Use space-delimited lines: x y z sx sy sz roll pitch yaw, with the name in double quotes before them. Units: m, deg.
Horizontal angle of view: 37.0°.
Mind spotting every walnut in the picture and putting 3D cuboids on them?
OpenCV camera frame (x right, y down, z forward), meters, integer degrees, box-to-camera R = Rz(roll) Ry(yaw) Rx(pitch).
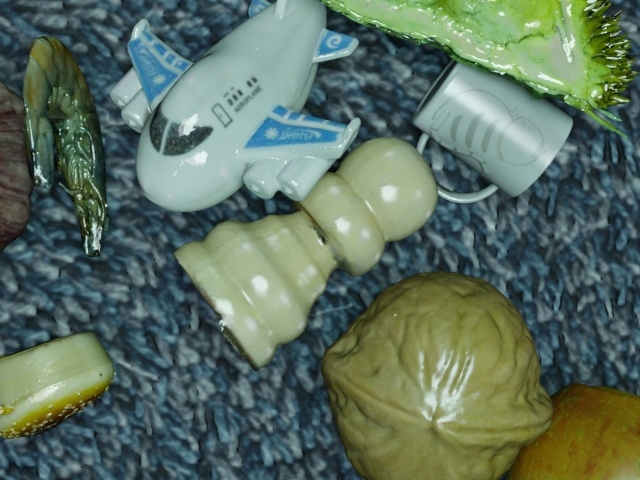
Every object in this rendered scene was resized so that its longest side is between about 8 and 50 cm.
"walnut" 0.107 0.139 0.901 0.228 0.228 0.228 0 93 -4

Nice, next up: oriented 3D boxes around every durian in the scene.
"durian" 0.139 -0.228 0.899 0.351 0.158 0.169 25 79 -3

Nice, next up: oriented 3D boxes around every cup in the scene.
"cup" 0.160 -0.104 0.951 0.133 0.099 0.136 36 90 -6

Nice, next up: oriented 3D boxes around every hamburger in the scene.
"hamburger" -0.268 0.143 0.923 0.141 0.126 0.081 -18 85 -8

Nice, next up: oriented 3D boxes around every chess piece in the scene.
"chess piece" 0.000 0.000 0.937 0.261 0.143 0.143 -34 95 -8

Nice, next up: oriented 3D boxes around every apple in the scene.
"apple" 0.307 0.241 0.929 0.237 0.237 0.207 38 68 -5

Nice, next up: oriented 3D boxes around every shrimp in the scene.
"shrimp" -0.243 -0.084 0.901 0.051 0.150 0.217 -9 100 5

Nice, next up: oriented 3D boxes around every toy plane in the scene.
"toy plane" -0.078 -0.140 0.905 0.266 0.123 0.267 -5 62 10

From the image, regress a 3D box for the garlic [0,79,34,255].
"garlic" -0.379 -0.072 0.878 0.244 0.160 0.245 0 95 3
